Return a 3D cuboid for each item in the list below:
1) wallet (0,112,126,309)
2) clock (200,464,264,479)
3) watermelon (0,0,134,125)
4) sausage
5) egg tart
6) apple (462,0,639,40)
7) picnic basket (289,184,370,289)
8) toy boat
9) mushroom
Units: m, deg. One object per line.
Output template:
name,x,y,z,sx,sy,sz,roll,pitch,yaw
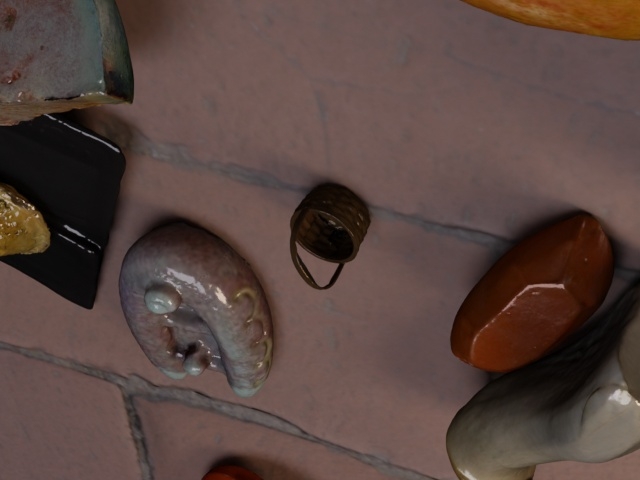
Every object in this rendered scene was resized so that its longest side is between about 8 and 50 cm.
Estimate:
wallet,-0.314,-0.058,1.424,0.247,0.041,0.323,28,147,2
clock,-0.076,0.354,1.688,0.205,0.051,0.205,35,140,36
watermelon,-0.272,-0.188,1.183,0.321,0.175,0.188,5,93,19
sausage,0.172,0.050,1.201,0.089,0.089,0.179,34,134,-7
egg tart,-0.320,-0.018,1.406,0.128,0.049,0.129,19,149,12
apple,0.129,-0.241,0.707,0.275,0.299,0.299,4,138,18
picnic basket,0.000,0.000,1.253,0.072,0.083,0.072,17,142,14
toy boat,-0.128,0.082,1.433,0.155,0.085,0.227,15,141,19
mushroom,0.205,0.139,1.235,0.328,0.159,0.122,-43,61,55
